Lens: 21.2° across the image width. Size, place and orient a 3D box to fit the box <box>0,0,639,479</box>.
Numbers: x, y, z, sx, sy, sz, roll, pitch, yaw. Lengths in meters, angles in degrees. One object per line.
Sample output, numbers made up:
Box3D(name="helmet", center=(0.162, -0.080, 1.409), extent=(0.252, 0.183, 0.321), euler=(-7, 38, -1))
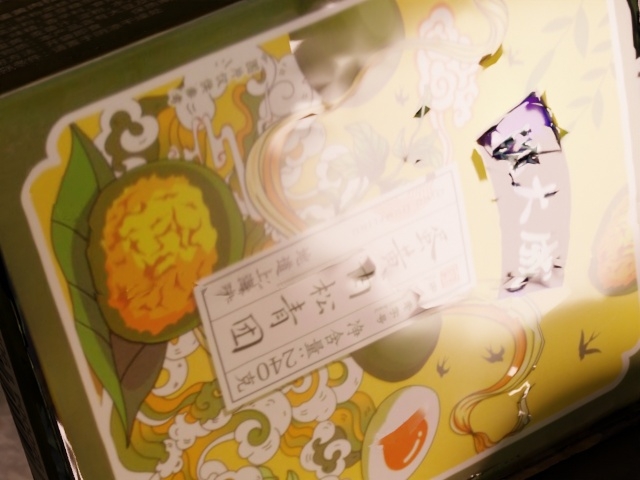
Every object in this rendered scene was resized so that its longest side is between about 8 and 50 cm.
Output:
Box3D(name="box", center=(0.000, 0.000, 1.016), extent=(0.420, 0.138, 0.373), euler=(-24, 120, -19))

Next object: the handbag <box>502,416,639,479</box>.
Box3D(name="handbag", center=(0.195, 0.174, 1.147), extent=(0.308, 0.254, 0.093), euler=(-21, 92, 23))
